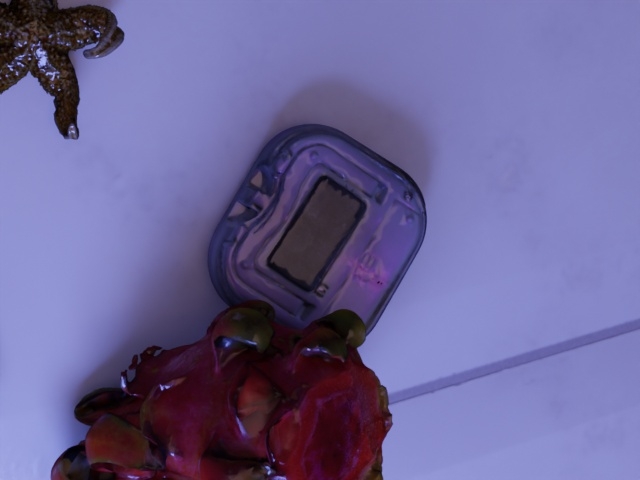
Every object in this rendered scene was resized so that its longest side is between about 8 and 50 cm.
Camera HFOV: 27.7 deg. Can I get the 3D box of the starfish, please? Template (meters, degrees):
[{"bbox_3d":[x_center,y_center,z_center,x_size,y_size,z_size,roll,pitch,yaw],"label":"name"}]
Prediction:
[{"bbox_3d":[-0.277,-0.179,1.163,0.190,0.074,0.146,32,86,-21],"label":"starfish"}]

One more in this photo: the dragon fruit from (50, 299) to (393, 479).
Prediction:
[{"bbox_3d":[-0.092,0.178,1.203,0.307,0.243,0.228,-12,84,-20],"label":"dragon fruit"}]

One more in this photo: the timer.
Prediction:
[{"bbox_3d":[0.000,0.000,1.295,0.190,0.069,0.208,30,89,-19],"label":"timer"}]
